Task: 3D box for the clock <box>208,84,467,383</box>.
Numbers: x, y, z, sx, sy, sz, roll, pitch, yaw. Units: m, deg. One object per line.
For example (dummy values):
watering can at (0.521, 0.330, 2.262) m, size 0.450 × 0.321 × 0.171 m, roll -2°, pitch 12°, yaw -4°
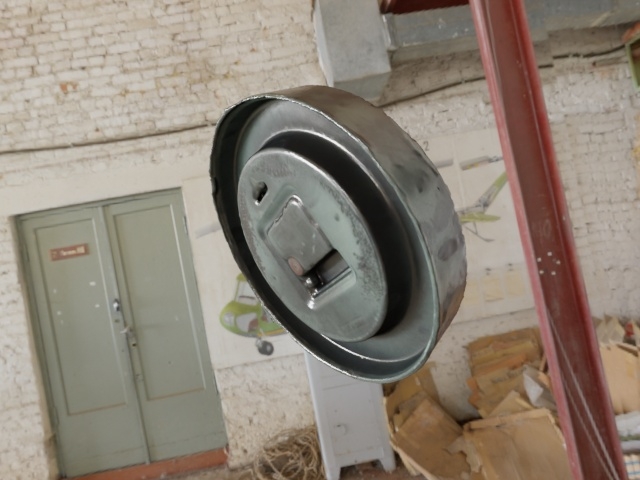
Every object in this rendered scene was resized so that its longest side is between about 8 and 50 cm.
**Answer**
clock at (0.000, 0.001, 0.432) m, size 0.061 × 0.312 × 0.313 m, roll -32°, pitch 11°, yaw -34°
